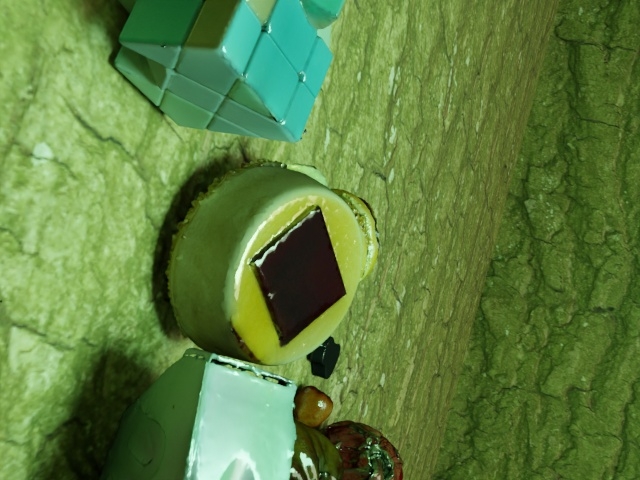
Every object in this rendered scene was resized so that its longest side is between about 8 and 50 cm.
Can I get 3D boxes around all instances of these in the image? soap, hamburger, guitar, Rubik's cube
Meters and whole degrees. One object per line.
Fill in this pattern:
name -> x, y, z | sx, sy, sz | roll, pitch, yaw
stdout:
soap -> -0.179, 0.356, 0.876 | 0.156, 0.261, 0.446 | 26, 77, -29
hamburger -> -0.079, 0.034, 1.026 | 0.302, 0.170, 0.302 | -20, 120, -40
guitar -> -0.008, 0.205, 1.501 | 0.271, 0.038, 0.084 | 67, 42, -57
hamburger -> -0.003, 0.008, 1.217 | 0.118, 0.191, 0.182 | -16, 78, -55
Rubik's cube -> -0.085, -0.240, 0.802 | 0.265, 0.224, 0.213 | 47, 59, -58

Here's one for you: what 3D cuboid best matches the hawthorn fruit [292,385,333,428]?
hawthorn fruit -> -0.022, 0.350, 1.510 | 0.093, 0.081, 0.081 | -56, 154, -12

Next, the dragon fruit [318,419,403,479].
dragon fruit -> 0.069, 0.514, 1.589 | 0.244, 0.244, 0.299 | -64, -167, -26

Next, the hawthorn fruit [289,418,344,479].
hawthorn fruit -> -0.107, 0.406, 1.118 | 0.268, 0.301, 0.268 | 45, 35, -44
